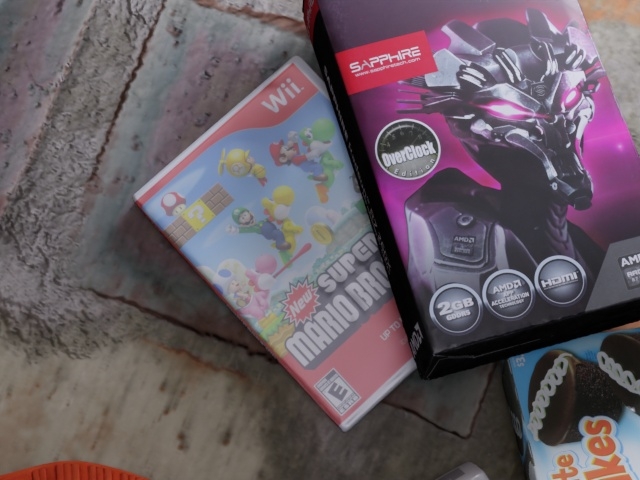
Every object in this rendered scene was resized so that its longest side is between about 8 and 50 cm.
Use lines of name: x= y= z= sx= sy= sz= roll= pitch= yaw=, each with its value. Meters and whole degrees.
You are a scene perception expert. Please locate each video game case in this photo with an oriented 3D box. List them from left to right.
video game case: x=0.000 y=0.000 z=1.412 sx=0.204 sy=0.025 sz=0.285 roll=-42 pitch=82 yaw=-9

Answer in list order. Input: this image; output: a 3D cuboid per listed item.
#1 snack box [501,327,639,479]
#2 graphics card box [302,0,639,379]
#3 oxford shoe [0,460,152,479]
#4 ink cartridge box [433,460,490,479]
snack box: x=0.271 y=0.219 z=1.290 sx=0.187 sy=0.060 sz=0.322 roll=-8 pitch=53 yaw=-3
graphics card box: x=0.143 y=-0.085 z=1.372 sx=0.232 sy=0.094 sz=0.371 roll=-14 pitch=72 yaw=-9
oxford shoe: x=-0.241 y=0.250 z=1.335 sx=0.271 sy=0.097 sz=0.098 roll=3 pitch=109 yaw=-6
ink cartridge box: x=0.108 y=0.330 z=1.345 sx=0.181 sy=0.056 sz=0.225 roll=-29 pitch=99 yaw=-7
